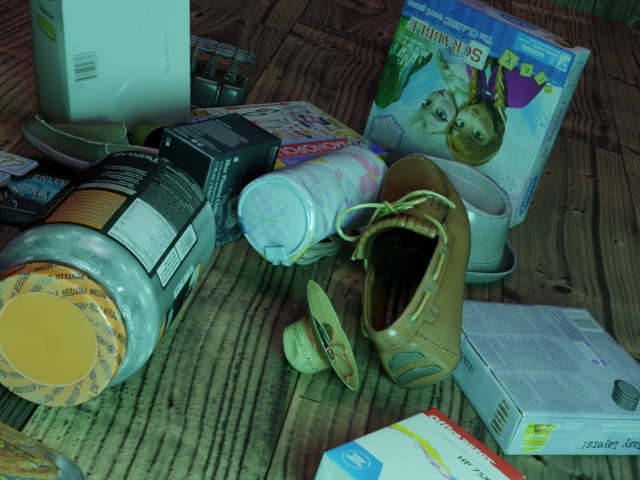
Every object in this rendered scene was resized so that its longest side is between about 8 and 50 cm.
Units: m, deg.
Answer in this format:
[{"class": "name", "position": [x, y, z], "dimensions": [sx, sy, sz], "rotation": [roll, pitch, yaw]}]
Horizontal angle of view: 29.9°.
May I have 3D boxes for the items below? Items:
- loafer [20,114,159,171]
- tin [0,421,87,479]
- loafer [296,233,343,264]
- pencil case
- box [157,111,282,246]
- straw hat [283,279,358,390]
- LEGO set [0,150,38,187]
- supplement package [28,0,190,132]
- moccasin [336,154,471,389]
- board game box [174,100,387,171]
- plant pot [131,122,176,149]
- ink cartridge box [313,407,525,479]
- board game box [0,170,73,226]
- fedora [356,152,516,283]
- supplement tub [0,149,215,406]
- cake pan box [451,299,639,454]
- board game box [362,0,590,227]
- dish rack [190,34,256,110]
[{"class": "loafer", "position": [-0.302, -0.131, 1.709], "dimensions": [0.251, 0.087, 0.094], "rotation": [21, 2, -3]}, {"class": "tin", "position": [-0.306, 0.217, 1.108], "dimensions": [0.189, 0.040, 0.106], "rotation": [24, 23, 14]}, {"class": "loafer", "position": [0.000, 0.000, 1.713], "dimensions": [0.045, 0.039, 0.125], "rotation": [26, 27, 22]}, {"class": "pencil case", "position": [0.000, -0.053, 1.637], "dimensions": [0.113, 0.124, 0.273], "rotation": [-15, 6, 30]}, {"class": "box", "position": [-0.150, -0.079, 1.644], "dimensions": [0.093, 0.156, 0.158], "rotation": [31, 29, 24]}, {"class": "straw hat", "position": [-0.011, 0.125, 1.427], "dimensions": [0.061, 0.144, 0.144], "rotation": [-23, 24, 12]}, {"class": "LEGO set", "position": [-0.526, -0.121, 1.589], "dimensions": [0.244, 0.060, 0.182], "rotation": [17, 29, 16]}, {"class": "supplement package", "position": [-0.319, -0.302, 1.817], "dimensions": [0.204, 0.262, 0.145], "rotation": [-17, 39, -28]}, {"class": "moccasin", "position": [0.106, 0.014, 1.546], "dimensions": [0.147, 0.139, 0.380], "rotation": [50, 35, -32]}, {"class": "board game box", "position": [-0.071, -0.159, 1.977], "dimensions": [0.317, 0.046, 0.213], "rotation": [-11, 37, -45]}, {"class": "plant pot", "position": [-0.253, -0.144, 1.813], "dimensions": [0.083, 0.083, 0.079], "rotation": [-2, 20, -34]}, {"class": "ink cartridge box", "position": [0.113, 0.254, 1.241], "dimensions": [0.134, 0.078, 0.231], "rotation": [35, 31, 32]}, {"class": "board game box", "position": [-0.357, -0.050, 1.610], "dimensions": [0.186, 0.026, 0.126], "rotation": [11, 26, -12]}, {"class": "fedora", "position": [0.184, -0.049, 1.827], "dimensions": [0.243, 0.124, 0.275], "rotation": [-11, 38, -45]}, {"class": "supplement tub", "position": [-0.243, 0.038, 1.318], "dimensions": [0.193, 0.194, 0.316], "rotation": [19, 26, 3]}, {"class": "cake pan box", "position": [0.290, 0.168, 1.533], "dimensions": [0.245, 0.070, 0.267], "rotation": [6, 28, -26]}, {"class": "board game box", "position": [0.247, -0.231, 2.003], "dimensions": [0.318, 0.318, 0.066], "rotation": [30, 29, 25]}, {"class": "dish rack", "position": [-0.219, -0.305, 2.150], "dimensions": [0.208, 0.074, 0.271], "rotation": [16, 24, -5]}]
